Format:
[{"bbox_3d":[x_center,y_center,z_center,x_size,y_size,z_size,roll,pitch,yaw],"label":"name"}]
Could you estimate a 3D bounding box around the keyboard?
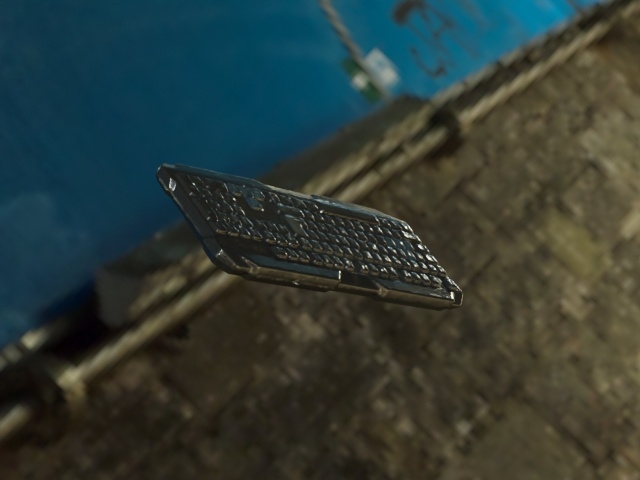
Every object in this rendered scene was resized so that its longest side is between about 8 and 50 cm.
[{"bbox_3d":[0.000,0.000,1.168,0.262,0.106,0.016,11,-54,-51],"label":"keyboard"}]
